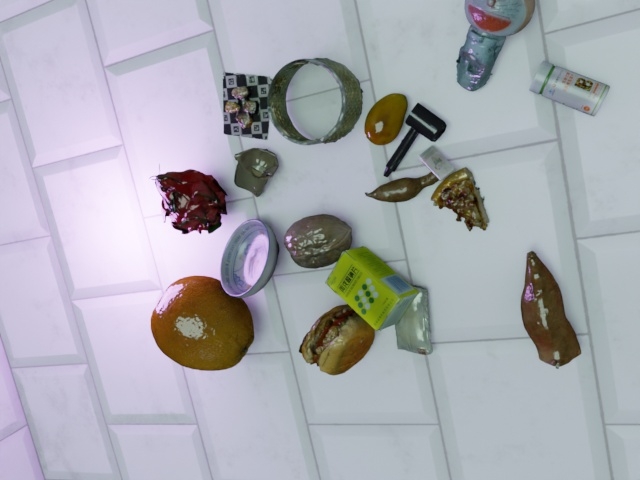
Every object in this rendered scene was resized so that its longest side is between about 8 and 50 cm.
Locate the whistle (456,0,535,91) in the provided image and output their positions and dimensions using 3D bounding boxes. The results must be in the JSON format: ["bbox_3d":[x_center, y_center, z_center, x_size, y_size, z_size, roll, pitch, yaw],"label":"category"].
[{"bbox_3d":[0.447,-0.561,1.636,0.189,0.189,0.348,28,124,15],"label":"whistle"}]

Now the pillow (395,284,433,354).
[{"bbox_3d":[0.293,0.253,1.969,0.128,0.051,0.229,-1,101,35],"label":"pillow"}]

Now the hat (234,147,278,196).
[{"bbox_3d":[-0.223,-0.235,2.074,0.147,0.085,0.175,31,137,2],"label":"hat"}]

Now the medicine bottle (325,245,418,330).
[{"bbox_3d":[0.161,0.145,1.927,0.250,0.141,0.137,42,118,25],"label":"medicine bottle"}]

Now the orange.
[{"bbox_3d":[-0.409,0.296,2.155,0.357,0.322,0.322,32,114,4],"label":"orange"}]

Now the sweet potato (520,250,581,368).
[{"bbox_3d":[0.635,0.195,1.760,0.131,0.131,0.337,-20,94,27],"label":"sweet potato"}]

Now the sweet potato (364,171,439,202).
[{"bbox_3d":[0.271,-0.160,1.865,0.269,0.075,0.075,-17,96,16],"label":"sweet potato"}]

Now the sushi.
[{"bbox_3d":[-0.257,-0.446,2.041,0.192,0.040,0.210,11,107,21],"label":"sushi"}]

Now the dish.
[{"bbox_3d":[-0.213,0.074,2.102,0.273,0.133,0.273,-25,55,42],"label":"dish"}]

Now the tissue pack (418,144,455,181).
[{"bbox_3d":[0.342,-0.228,1.810,0.056,0.023,0.108,-40,63,3],"label":"tissue pack"}]

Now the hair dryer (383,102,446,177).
[{"bbox_3d":[0.268,-0.278,1.839,0.114,0.070,0.248,38,119,11],"label":"hair dryer"}]

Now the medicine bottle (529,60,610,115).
[{"bbox_3d":[0.656,-0.401,1.620,0.183,0.086,0.086,27,113,15],"label":"medicine bottle"}]

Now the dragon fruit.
[{"bbox_3d":[-0.447,-0.152,2.088,0.233,0.234,0.293,-19,131,27],"label":"dragon fruit"}]

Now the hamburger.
[{"bbox_3d":[0.059,0.325,1.994,0.163,0.244,0.244,42,116,21],"label":"hamburger"}]

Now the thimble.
[{"bbox_3d":[-0.021,-0.425,1.880,0.270,0.150,0.271,6,106,22],"label":"thimble"}]

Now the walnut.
[{"bbox_3d":[-0.001,0.001,1.977,0.230,0.178,0.178,-20,95,23],"label":"walnut"}]

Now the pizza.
[{"bbox_3d":[0.423,-0.103,1.808,0.154,0.069,0.194,-43,82,26],"label":"pizza"}]

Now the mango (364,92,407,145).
[{"bbox_3d":[0.193,-0.365,1.837,0.111,0.089,0.163,17,100,7],"label":"mango"}]
